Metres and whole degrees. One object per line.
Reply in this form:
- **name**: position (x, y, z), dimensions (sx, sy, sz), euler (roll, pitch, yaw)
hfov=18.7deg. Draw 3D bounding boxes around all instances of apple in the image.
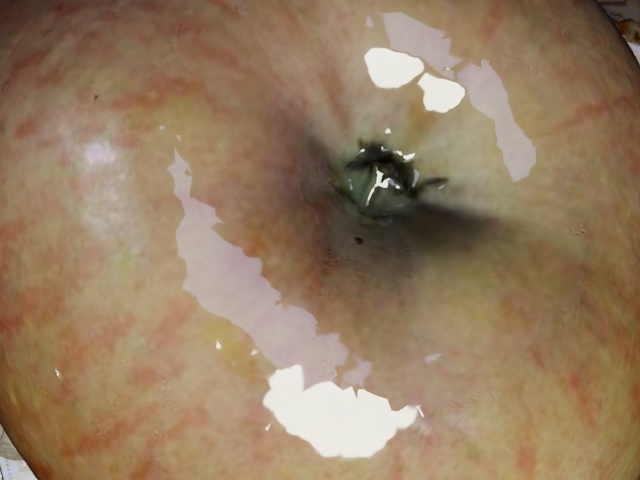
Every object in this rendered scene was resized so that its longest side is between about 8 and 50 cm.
- **apple**: position (0.000, 0.000, 0.810), dimensions (0.345, 0.269, 0.344), euler (0, 88, 0)

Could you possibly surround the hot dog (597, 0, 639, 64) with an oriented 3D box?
- **hot dog**: position (0.174, -0.070, 1.097), dimensions (0.253, 0.069, 0.131), euler (31, 97, -1)

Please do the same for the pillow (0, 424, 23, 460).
- **pillow**: position (-0.211, 0.027, 0.958), dimensions (0.233, 0.038, 0.130), euler (13, 95, 8)

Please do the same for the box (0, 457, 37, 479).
- **box**: position (-0.199, 0.130, 1.089), dimensions (0.083, 0.012, 0.046), euler (-15, 90, -3)
